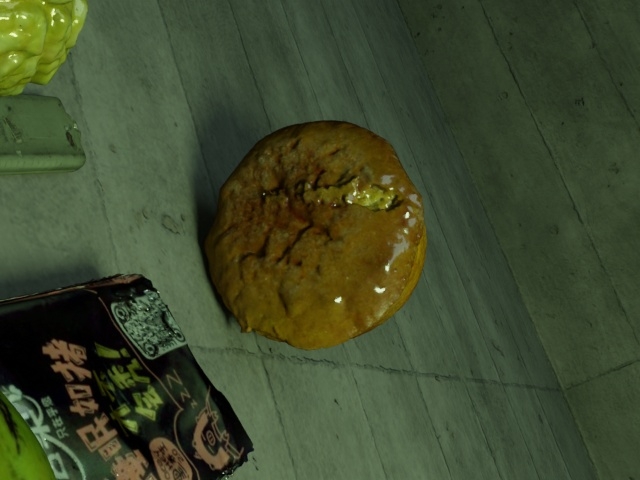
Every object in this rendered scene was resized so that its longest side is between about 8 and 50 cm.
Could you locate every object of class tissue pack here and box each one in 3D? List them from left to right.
[{"bbox_3d":[-0.214,0.156,0.756,0.245,0.123,0.332,59,20,6],"label":"tissue pack"}]

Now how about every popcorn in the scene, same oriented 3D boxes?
[{"bbox_3d":[-0.334,-0.243,0.778,0.257,0.224,0.270,24,7,0],"label":"popcorn"}]

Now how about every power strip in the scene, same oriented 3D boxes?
[{"bbox_3d":[-0.344,-0.110,0.879,0.092,0.034,0.268,64,23,5],"label":"power strip"}]

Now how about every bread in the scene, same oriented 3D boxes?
[{"bbox_3d":[0.003,-0.005,1.142,0.172,0.312,0.312,35,34,-62],"label":"bread"}]

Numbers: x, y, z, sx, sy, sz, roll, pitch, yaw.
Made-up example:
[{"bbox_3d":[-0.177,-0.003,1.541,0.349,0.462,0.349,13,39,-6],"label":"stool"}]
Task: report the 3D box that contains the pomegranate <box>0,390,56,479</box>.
[{"bbox_3d":[-0.270,0.201,0.466,0.260,0.260,0.341,-10,103,-66],"label":"pomegranate"}]
